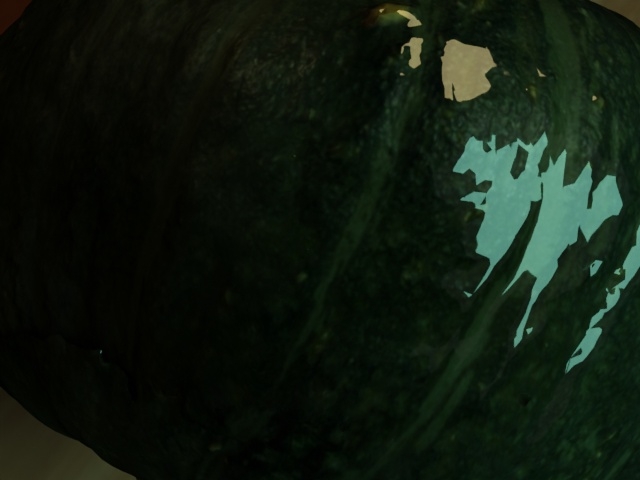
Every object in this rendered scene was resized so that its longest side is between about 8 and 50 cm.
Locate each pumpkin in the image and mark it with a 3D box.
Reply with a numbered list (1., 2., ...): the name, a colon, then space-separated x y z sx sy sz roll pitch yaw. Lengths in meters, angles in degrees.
1. pumpkin: 0.000 0.000 0.751 0.291 0.328 0.257 27 88 -37
